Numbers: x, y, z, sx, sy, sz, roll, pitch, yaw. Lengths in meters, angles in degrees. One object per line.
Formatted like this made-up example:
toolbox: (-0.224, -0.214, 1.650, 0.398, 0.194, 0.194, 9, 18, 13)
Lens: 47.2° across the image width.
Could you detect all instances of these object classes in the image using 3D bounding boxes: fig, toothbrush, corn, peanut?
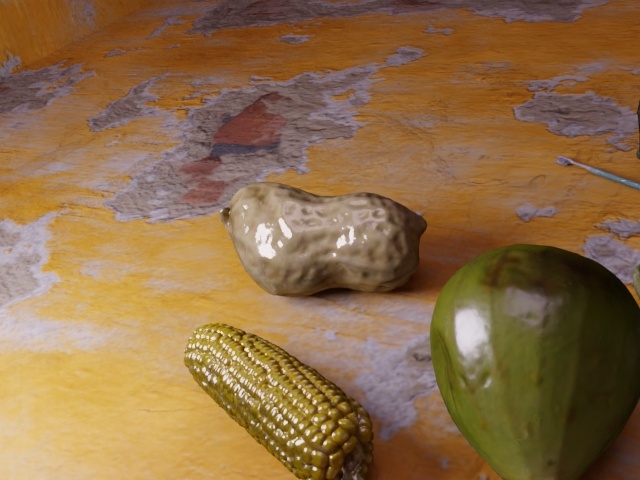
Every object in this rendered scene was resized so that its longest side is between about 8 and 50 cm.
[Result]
fig: (0.203, 0.111, 0.706, 0.207, 0.207, 0.230, 5, 35, 25)
toothbrush: (0.434, -0.104, 1.141, 0.014, 0.011, 0.167, -32, 36, -20)
corn: (-0.048, 0.169, 0.797, 0.101, 0.101, 0.310, -30, 36, -26)
peanut: (-0.005, 0.008, 1.006, 0.291, 0.143, 0.159, 8, 71, 21)

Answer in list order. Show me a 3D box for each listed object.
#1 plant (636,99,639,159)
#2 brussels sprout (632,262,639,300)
plant: (0.516, -0.157, 1.084, 0.094, 0.143, 0.092, -5, 50, 26)
brussels sprout: (0.427, 0.050, 0.828, 0.181, 0.100, 0.139, -37, 30, -32)
